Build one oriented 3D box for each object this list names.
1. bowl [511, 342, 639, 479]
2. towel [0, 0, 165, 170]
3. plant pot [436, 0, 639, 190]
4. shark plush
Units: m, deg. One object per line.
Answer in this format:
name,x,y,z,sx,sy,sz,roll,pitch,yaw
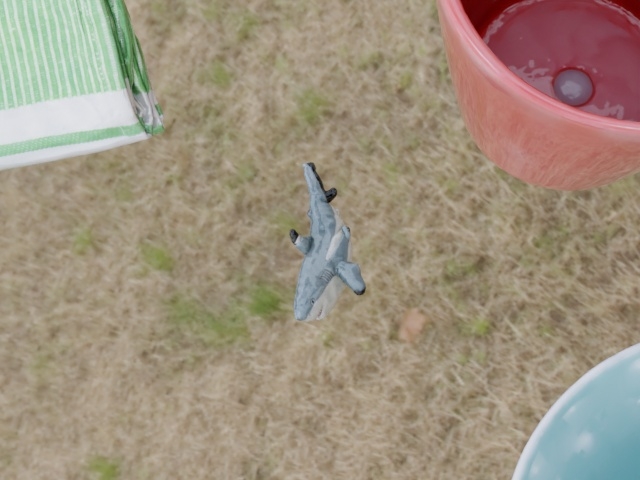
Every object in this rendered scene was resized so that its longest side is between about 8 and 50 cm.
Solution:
bowl,0.300,0.231,0.634,0.312,0.163,0.311,-15,54,21
towel,-0.267,-0.207,0.658,0.248,0.038,0.324,-10,108,19
plant pot,0.215,-0.163,0.702,0.275,0.243,0.274,-1,76,2
shark plush,0.000,0.000,0.922,0.073,0.067,0.161,2,92,64
